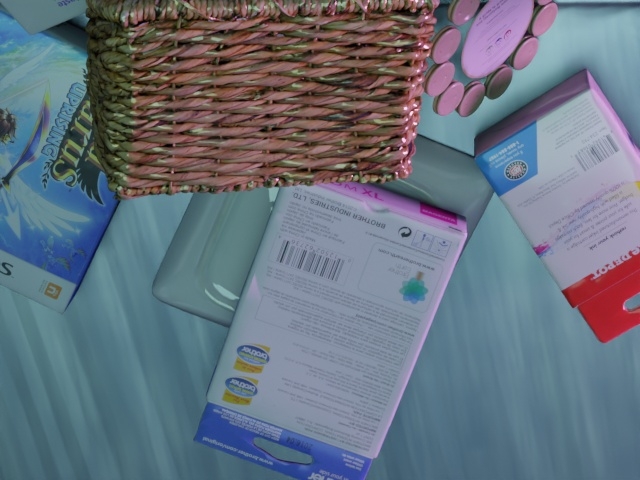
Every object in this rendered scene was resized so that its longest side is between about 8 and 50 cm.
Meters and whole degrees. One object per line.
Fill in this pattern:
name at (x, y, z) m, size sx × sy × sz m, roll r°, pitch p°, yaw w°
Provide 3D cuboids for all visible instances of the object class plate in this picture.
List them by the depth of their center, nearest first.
plate at (0.000, 0.000, 1.935) m, size 0.278 × 0.045 × 0.277 m, roll 23°, pitch 110°, yaw -4°

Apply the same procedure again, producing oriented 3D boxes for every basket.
basket at (-0.061, -0.190, 1.746) m, size 0.299 × 0.213 × 0.223 m, roll -4°, pitch 134°, yaw -10°

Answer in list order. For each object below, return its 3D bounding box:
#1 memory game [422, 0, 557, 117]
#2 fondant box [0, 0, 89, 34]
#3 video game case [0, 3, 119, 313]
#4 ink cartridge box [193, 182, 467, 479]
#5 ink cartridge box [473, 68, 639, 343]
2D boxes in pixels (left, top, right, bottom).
memory game at (0.160, -0.194, 1.786) m, size 0.012 × 0.186 × 0.186 m, roll 38°, pitch 114°, yaw 29°
fondant box at (-0.237, -0.346, 1.708) m, size 0.238 × 0.096 × 0.330 m, roll -21°, pitch 146°, yaw 13°
video game case at (-0.308, -0.095, 1.922) m, size 0.244 × 0.061 × 0.269 m, roll 26°, pitch 111°, yaw -5°
ink cartridge box at (0.006, 0.090, 1.911) m, size 0.186 × 0.065 × 0.311 m, roll 19°, pitch 109°, yaw -2°
ink cartridge box at (0.265, -0.031, 1.875) m, size 0.134 × 0.078 × 0.231 m, roll -31°, pitch 104°, yaw 13°
